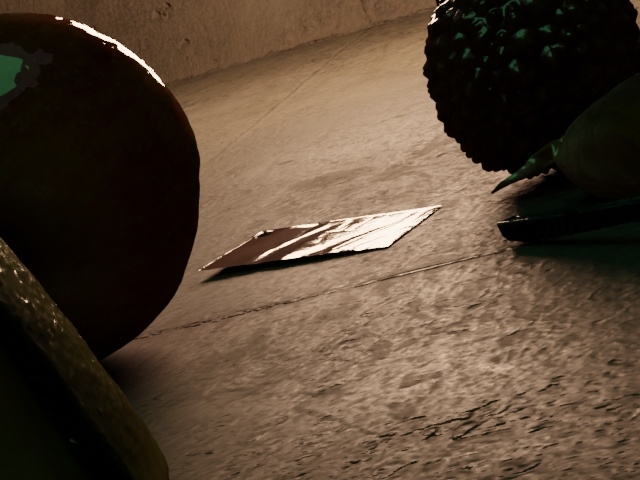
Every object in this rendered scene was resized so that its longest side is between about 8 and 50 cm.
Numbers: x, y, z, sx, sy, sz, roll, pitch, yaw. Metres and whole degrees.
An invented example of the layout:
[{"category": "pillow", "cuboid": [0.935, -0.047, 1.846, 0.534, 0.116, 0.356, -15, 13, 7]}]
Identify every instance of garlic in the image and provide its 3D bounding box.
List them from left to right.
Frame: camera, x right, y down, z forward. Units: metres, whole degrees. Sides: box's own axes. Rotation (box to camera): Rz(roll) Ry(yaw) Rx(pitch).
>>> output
[{"category": "garlic", "cuboid": [0.228, -0.070, 1.229, 0.128, 0.090, 0.198, -37, 23, -24]}]

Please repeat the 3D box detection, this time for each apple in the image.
[{"category": "apple", "cuboid": [-0.246, -0.015, 1.204, 0.309, 0.277, 0.250, -37, 7, 33]}]

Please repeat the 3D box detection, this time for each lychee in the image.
[{"category": "lychee", "cuboid": [0.181, -0.158, 1.404, 0.200, 0.200, 0.238, -10, 18, 30]}]

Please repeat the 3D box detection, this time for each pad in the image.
[{"category": "pad", "cuboid": [0.000, 0.000, 1.417, 0.188, 0.006, 0.113, -8, 13, 31]}]

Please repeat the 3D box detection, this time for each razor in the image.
[{"category": "razor", "cuboid": [0.191, -0.015, 1.142, 0.066, 0.033, 0.190, -24, 13, -33]}]

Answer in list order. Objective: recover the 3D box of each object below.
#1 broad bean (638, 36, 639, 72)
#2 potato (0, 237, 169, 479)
[{"category": "broad bean", "cuboid": [0.283, -0.163, 1.680, 0.144, 0.049, 0.292, -1, 21, 35]}, {"category": "potato", "cuboid": [-0.275, 0.050, 0.911, 0.330, 0.280, 0.213, -18, 14, 5]}]
